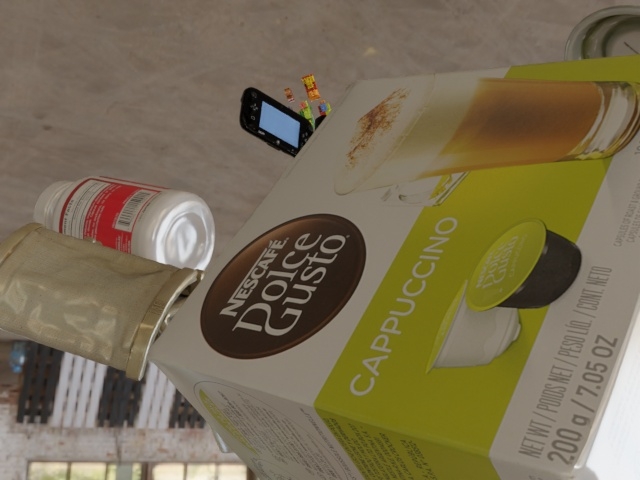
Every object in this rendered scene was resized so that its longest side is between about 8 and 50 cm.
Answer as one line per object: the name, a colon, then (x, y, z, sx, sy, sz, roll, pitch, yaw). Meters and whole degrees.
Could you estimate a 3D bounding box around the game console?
game console: (-0.035, -0.205, 1.615, 0.044, 0.213, 0.361, -26, 143, 38)

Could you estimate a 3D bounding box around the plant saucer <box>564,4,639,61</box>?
plant saucer: (0.818, -0.439, 1.860, 0.400, 0.100, 0.400, 34, 158, 16)

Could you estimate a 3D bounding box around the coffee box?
coffee box: (0.138, 0.091, 0.614, 0.334, 0.338, 0.338, 6, 140, 40)

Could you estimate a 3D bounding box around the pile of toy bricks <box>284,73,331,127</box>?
pile of toy bricks: (-0.033, -0.342, 1.979, 0.118, 0.212, 0.105, -19, 174, 7)

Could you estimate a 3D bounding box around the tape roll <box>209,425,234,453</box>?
tape roll: (-0.090, 0.227, 1.250, 0.246, 0.169, 0.246, -24, 177, -1)

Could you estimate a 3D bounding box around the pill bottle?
pill bottle: (-0.468, -0.029, 1.729, 0.407, 0.229, 0.229, 12, 170, 30)

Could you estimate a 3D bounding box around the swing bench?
swing bench: (-0.293, 0.084, 1.036, 0.253, 0.165, 0.255, 16, 171, 12)
